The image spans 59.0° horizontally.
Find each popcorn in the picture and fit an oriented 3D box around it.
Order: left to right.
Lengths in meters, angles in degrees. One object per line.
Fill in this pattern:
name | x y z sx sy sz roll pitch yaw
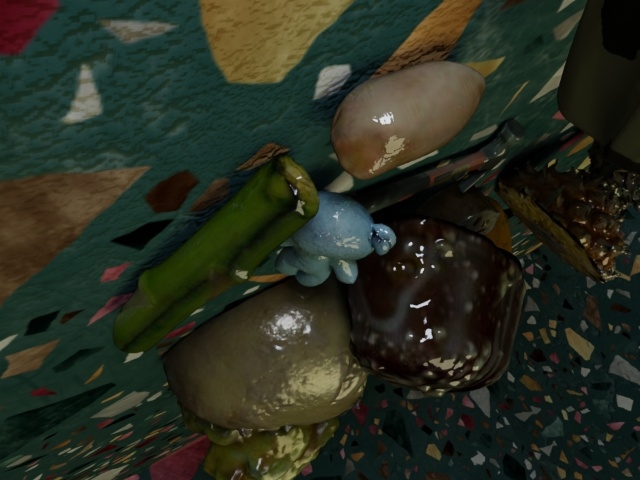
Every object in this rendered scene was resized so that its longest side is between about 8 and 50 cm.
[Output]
popcorn | -0.102 0.356 1.148 0.321 0.290 0.326 -24 144 -15

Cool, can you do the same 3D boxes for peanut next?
peanut | 0.071 -0.100 0.454 0.152 0.076 0.076 -30 165 -23

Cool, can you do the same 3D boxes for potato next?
potato | -0.071 0.190 0.842 0.264 0.211 0.189 -16 160 -31

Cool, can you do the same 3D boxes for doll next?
doll | 0.002 -0.004 0.606 0.180 0.120 0.075 131 -18 -68

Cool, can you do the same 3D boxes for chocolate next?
chocolate | 0.161 0.115 0.809 0.225 0.210 0.340 -1 162 33

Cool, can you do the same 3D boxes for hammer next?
hammer | 0.124 -0.073 0.699 0.287 0.033 0.111 -22 161 -27

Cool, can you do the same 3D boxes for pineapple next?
pineapple | 0.474 -0.105 0.937 0.271 0.262 0.262 -44 162 7

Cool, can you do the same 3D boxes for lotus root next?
lotus root | 0.205 -0.034 0.868 0.122 0.081 0.112 -36 161 20

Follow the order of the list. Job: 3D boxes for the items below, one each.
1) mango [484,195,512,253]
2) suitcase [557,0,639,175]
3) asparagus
mango | 0.273 0.026 1.006 0.109 0.147 0.228 -34 142 -50
suitcase | 0.284 -0.202 0.266 0.352 0.194 0.339 -50 163 2
asparagus | -0.107 0.023 0.525 0.277 0.067 0.060 -36 -170 30
